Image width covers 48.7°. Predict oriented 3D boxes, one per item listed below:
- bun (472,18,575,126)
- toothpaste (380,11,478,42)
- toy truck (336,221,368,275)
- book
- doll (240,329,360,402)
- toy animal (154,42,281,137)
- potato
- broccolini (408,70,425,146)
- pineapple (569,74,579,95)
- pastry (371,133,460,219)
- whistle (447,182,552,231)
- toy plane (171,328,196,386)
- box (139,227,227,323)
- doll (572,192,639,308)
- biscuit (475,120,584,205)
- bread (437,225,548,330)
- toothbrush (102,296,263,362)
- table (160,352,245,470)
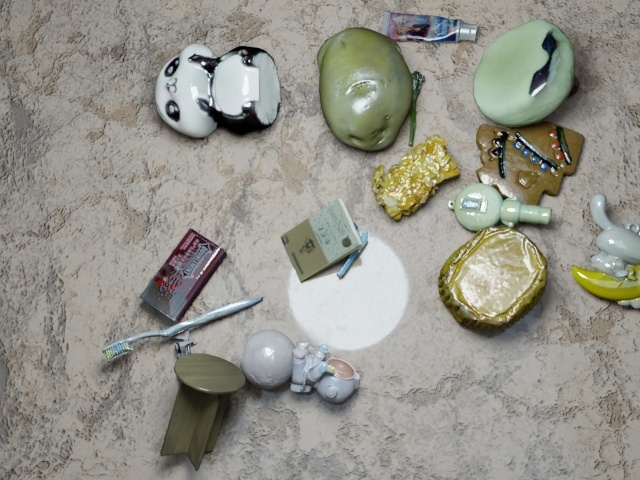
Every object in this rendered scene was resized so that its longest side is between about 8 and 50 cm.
[{"bbox_3d":[0.542,-0.413,1.829,0.283,0.179,0.283,-25,54,39],"label":"bun"},{"bbox_3d":[0.302,-0.590,1.976,0.266,0.061,0.096,7,76,12],"label":"toothpaste"},{"bbox_3d":[0.060,0.019,1.812,0.074,0.063,0.136,35,84,-3],"label":"toy truck"},{"bbox_3d":[0.000,0.000,1.794,0.199,0.016,0.138,-32,72,24],"label":"book"},{"bbox_3d":[-0.045,0.312,1.698,0.287,0.151,0.150,18,76,2],"label":"doll"},{"bbox_3d":[-0.282,-0.389,1.872,0.310,0.251,0.250,3,74,16],"label":"toy animal"},{"bbox_3d":[0.118,-0.403,1.842,0.243,0.221,0.326,-7,70,11],"label":"potato"},{"bbox_3d":[0.250,-0.359,1.922,0.042,0.044,0.218,11,80,-9],"label":"broccolini"},{"bbox_3d":[0.637,-0.460,1.906,0.074,0.074,0.159,-19,65,-2],"label":"pineapple"},{"bbox_3d":[0.234,-0.163,1.825,0.250,0.102,0.154,-35,86,-9],"label":"pastry"},{"bbox_3d":[0.449,-0.077,1.788,0.258,0.067,0.126,9,89,15],"label":"whistle"},{"bbox_3d":[-0.324,0.311,1.756,0.078,0.053,0.197,-15,77,9],"label":"toy plane"},{"bbox_3d":[-0.350,0.089,1.813,0.120,0.069,0.224,33,77,12],"label":"box"},{"bbox_3d":[0.742,0.036,1.735,0.252,0.111,0.237,26,93,9],"label":"doll"},{"bbox_3d":[0.551,-0.220,1.852,0.302,0.043,0.278,-27,74,-4],"label":"biscuit"},{"bbox_3d":[0.418,0.097,1.722,0.253,0.142,0.227,-41,77,-5],"label":"bread"},{"bbox_3d":[-0.337,0.211,1.761,0.414,0.035,0.042,-20,66,-13],"label":"toothbrush"},{"bbox_3d":[-0.285,0.404,1.651,0.167,0.167,0.226,20,106,9],"label":"table"}]
